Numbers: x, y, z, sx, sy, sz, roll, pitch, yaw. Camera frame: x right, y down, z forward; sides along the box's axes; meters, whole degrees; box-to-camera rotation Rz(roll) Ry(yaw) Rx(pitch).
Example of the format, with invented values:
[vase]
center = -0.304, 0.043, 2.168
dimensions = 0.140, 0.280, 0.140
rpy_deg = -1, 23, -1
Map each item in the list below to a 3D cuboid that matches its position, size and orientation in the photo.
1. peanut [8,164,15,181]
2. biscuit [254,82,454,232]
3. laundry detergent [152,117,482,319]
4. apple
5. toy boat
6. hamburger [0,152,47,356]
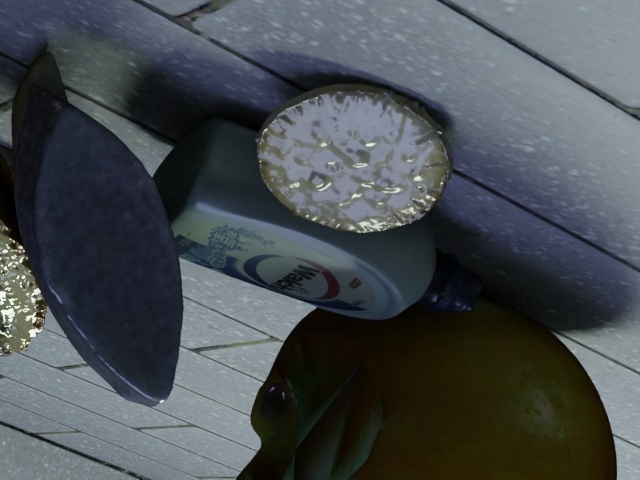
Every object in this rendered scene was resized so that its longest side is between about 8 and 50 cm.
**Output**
[peanut]
center = -0.259, -0.019, 1.662
dimensions = 0.187, 0.082, 0.082
rpy_deg = 25, 161, -20
[biscuit]
center = 0.025, -0.059, 1.267
dimensions = 0.152, 0.020, 0.152
rpy_deg = 5, 134, 5
[laundry detergent]
center = 0.000, 0.000, 1.434
dimensions = 0.280, 0.105, 0.215
rpy_deg = 21, 161, -18
[apple]
center = 0.076, 0.217, 1.588
dimensions = 0.384, 0.374, 0.374
rpy_deg = -21, 141, 39
[toy boat]
center = -0.202, -0.020, 1.383
dimensions = 0.293, 0.111, 0.276
rpy_deg = 42, 149, 56
[hamburger]
center = -0.353, -0.048, 1.455
dimensions = 0.162, 0.209, 0.330
rpy_deg = -22, 146, 4
